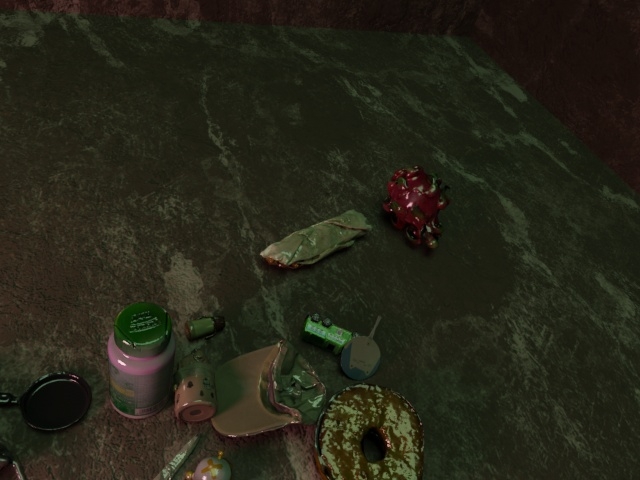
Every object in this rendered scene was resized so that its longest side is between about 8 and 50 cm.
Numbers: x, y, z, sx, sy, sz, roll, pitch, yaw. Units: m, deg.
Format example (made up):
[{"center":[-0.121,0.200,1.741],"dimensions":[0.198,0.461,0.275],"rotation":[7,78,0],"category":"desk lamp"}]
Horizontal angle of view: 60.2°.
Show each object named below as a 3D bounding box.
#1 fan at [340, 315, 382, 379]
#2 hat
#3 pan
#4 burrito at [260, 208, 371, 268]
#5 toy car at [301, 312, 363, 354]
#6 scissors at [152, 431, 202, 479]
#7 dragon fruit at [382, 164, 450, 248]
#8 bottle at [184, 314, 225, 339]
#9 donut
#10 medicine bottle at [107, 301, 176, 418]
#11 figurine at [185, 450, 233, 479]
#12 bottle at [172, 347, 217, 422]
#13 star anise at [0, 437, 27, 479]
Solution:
[{"center":[0.116,0.271,1.407],"dimensions":[0.113,0.005,0.175],"rotation":[30,80,-20],"category":"fan"},{"center":[-0.120,0.360,1.274],"dimensions":[0.245,0.149,0.214],"rotation":[-23,48,10],"category":"hat"},{"center":[-0.603,0.333,1.150],"dimensions":[0.235,0.028,0.136],"rotation":[8,44,-17],"category":"pan"},{"center":[0.000,0.000,1.668],"dimensions":[0.392,0.076,0.117],"rotation":[-24,59,-37],"category":"burrito"},{"center":[0.029,0.251,1.433],"dimensions":[0.165,0.071,0.062],"rotation":[24,54,2],"category":"toy car"},{"center":[-0.332,0.495,1.091],"dimensions":[0.109,0.022,0.300],"rotation":[33,44,9],"category":"scissors"},{"center":[0.318,-0.113,1.831],"dimensions":[0.218,0.272,0.198],"rotation":[1,2,-12],"category":"dragon fruit"},{"center":[-0.284,0.216,1.374],"dimensions":[0.101,0.047,0.063],"rotation":[-11,78,-34],"category":"bottle"},{"center":[0.105,0.464,1.225],"dimensions":[0.272,0.107,0.272],"rotation":[7,48,-8],"category":"donut"},{"center":[-0.369,0.248,1.140],"dimensions":[0.133,0.274,0.133],"rotation":[11,44,-11],"category":"medicine bottle"},{"center":[-0.235,0.494,1.099],"dimensions":[0.143,0.068,0.101],"rotation":[-34,56,-22],"category":"figurine"},{"center":[-0.282,0.320,1.233],"dimensions":[0.099,0.099,0.152],"rotation":[0,44,-20],"category":"bottle"},{"center":[-0.712,0.405,0.984],"dimensions":[0.316,0.139,0.359],"rotation":[-15,68,-22],"category":"star anise"}]
